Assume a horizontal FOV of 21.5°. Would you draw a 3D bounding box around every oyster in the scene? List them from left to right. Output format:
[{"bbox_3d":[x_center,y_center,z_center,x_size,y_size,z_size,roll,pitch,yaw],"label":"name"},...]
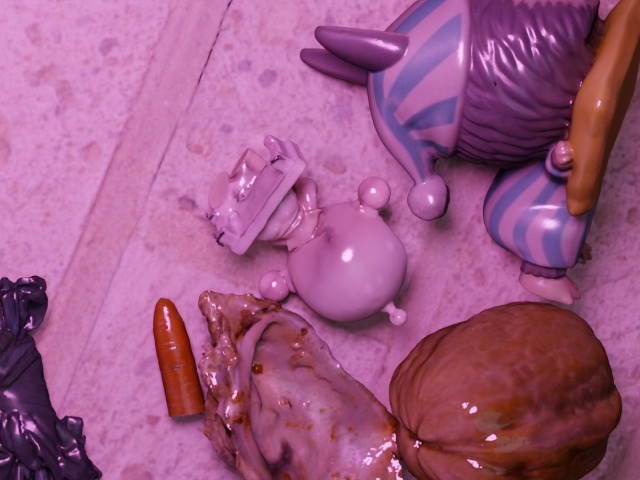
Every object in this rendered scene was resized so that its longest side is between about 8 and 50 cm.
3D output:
[{"bbox_3d":[-0.046,0.224,1.919,0.361,0.096,0.221,47,52,-15],"label":"oyster"}]

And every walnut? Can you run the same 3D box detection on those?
[{"bbox_3d":[0.206,0.189,1.927,0.283,0.283,0.227,-4,112,-15],"label":"walnut"}]

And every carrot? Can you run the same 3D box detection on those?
[{"bbox_3d":[-0.167,0.133,1.924,0.048,0.048,0.139,-15,99,-14],"label":"carrot"}]

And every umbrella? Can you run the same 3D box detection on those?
[{"bbox_3d":[-0.331,0.206,1.864,0.143,0.094,0.348,-15,103,-9],"label":"umbrella"}]

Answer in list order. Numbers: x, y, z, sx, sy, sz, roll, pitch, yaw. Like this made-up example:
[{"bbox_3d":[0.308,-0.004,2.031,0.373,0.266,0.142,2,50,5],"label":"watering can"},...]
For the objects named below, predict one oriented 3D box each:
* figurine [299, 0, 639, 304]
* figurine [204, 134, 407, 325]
[{"bbox_3d":[0.163,-0.156,1.934,0.378,0.266,0.361,17,122,13],"label":"figurine"},{"bbox_3d":[0.005,-0.001,1.907,0.257,0.144,0.182,33,85,-20],"label":"figurine"}]
